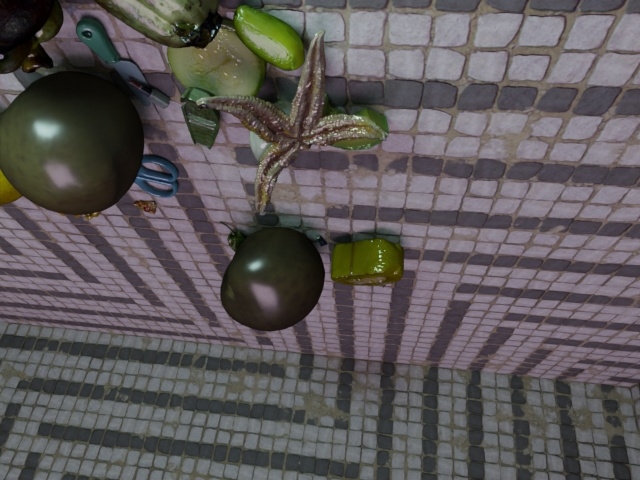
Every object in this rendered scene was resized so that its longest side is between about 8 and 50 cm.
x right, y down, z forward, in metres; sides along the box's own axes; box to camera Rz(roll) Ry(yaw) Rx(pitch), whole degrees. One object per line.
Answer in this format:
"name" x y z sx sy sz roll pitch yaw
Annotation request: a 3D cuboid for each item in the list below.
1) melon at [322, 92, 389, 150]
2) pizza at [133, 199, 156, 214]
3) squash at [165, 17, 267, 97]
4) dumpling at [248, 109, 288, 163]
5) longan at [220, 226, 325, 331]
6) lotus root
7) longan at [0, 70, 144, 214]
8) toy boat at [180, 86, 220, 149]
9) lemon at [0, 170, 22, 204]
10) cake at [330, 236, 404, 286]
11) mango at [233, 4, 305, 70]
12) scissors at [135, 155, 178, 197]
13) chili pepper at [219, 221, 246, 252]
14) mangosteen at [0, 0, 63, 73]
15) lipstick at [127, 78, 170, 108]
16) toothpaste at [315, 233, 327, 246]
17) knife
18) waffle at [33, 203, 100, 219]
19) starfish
"melon" 0.051 -0.283 1.151 0.210 0.064 0.118 20 150 -15
"pizza" -0.597 -0.115 1.642 0.083 0.025 0.078 31 146 -33
"squash" -0.227 -0.390 1.051 0.219 0.041 0.219 6 150 3
"dumpling" -0.117 -0.263 1.195 0.127 0.108 0.188 -11 140 -12
"longan" -0.164 0.136 1.653 0.405 0.336 0.404 -26 156 -13
"lotus root" -0.319 -0.465 0.836 0.309 0.173 0.173 29 145 -32
"longan" -0.600 -0.232 1.160 0.361 0.360 0.361 6 150 4
"toy boat" -0.288 -0.299 1.156 0.093 0.055 0.293 19 169 -8
"lemon" -0.926 -0.218 1.324 0.268 0.267 0.267 6 150 4
"cake" 0.170 0.079 1.662 0.261 0.156 0.179 -7 163 34
"mango" -0.100 -0.410 0.957 0.165 0.074 0.091 34 142 -27
"scissors" -0.661 -0.229 1.454 0.448 0.029 0.192 12 150 -8
"chili pepper" -0.300 0.013 1.744 0.073 0.072 0.204 -7 145 10
"mangosteen" -0.592 -0.450 0.792 0.330 0.329 0.330 6 150 4
"lipstick" -0.418 -0.360 1.157 0.025 0.025 0.107 -18 148 37
"toothpaste" 0.000 0.000 1.701 0.027 0.019 0.083 -20 147 13
"knife" -0.459 -0.404 1.107 0.063 0.034 0.260 -12 153 13
"waffle" -0.872 -0.158 1.602 0.281 0.060 0.262 24 147 -26
"starfish" -0.056 -0.233 1.068 0.398 0.132 0.384 -13 150 19
